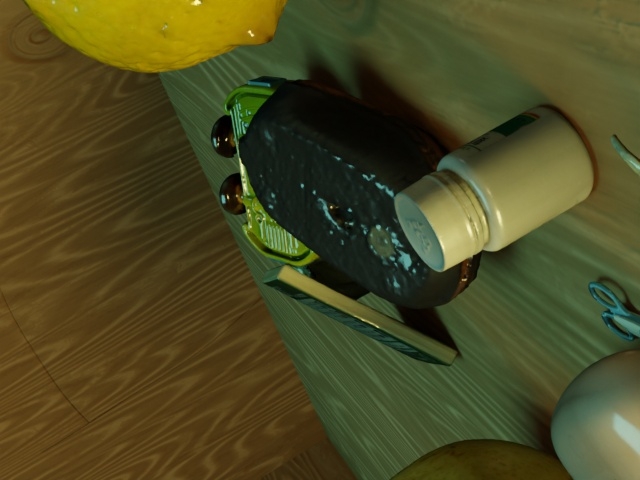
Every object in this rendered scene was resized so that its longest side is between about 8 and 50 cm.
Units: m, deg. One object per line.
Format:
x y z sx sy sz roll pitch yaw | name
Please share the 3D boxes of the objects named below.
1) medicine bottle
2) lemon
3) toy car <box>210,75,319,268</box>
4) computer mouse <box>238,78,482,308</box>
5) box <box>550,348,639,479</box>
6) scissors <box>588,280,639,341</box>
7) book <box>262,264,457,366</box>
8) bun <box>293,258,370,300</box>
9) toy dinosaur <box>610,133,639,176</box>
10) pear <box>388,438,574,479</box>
0.125 -0.036 0.613 0.080 0.130 0.080 58 168 20 | medicine bottle
-0.159 -0.317 0.738 0.336 0.336 0.336 57 168 19 | lemon
-0.027 -0.096 1.090 0.200 0.142 0.248 20 123 40 | toy car
0.045 -0.053 0.875 0.323 0.116 0.183 35 135 35 | computer mouse
0.249 0.160 0.641 0.146 0.088 0.200 50 167 20 | box
0.246 0.067 0.631 0.058 0.014 0.119 59 172 -23 | scissors
0.046 0.107 1.194 0.264 0.027 0.202 27 171 -7 | book
-0.001 -0.003 1.288 0.221 0.108 0.221 56 167 20 | bun
0.253 0.027 0.461 0.142 0.057 0.212 46 -165 -47 | toy dinosaur
0.185 0.385 0.873 0.348 0.348 0.348 57 168 19 | pear
